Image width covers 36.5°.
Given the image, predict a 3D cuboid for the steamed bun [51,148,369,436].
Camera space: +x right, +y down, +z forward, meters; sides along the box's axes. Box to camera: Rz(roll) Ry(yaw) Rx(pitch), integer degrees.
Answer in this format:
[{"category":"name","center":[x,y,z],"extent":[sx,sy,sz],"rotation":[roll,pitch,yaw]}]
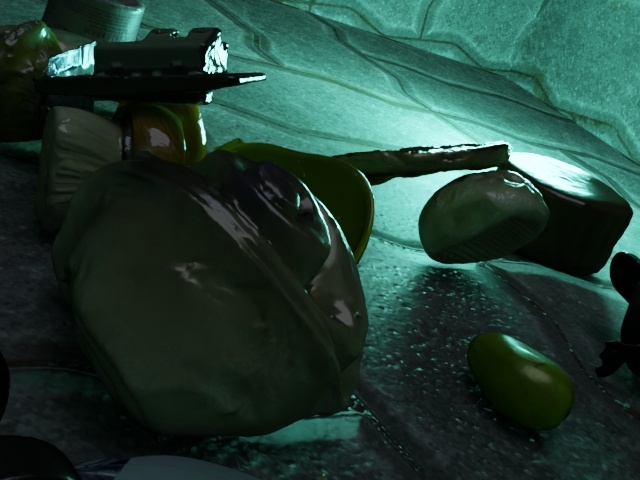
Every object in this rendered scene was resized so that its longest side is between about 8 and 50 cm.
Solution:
[{"category":"steamed bun","center":[-0.103,0.023,1.006],"extent":[0.352,0.247,0.339],"rotation":[1,28,-38]}]

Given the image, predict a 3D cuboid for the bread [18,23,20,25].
[{"category":"bread","center":[-0.477,-0.322,1.722],"extent":[0.187,0.065,0.103],"rotation":[27,22,5]}]

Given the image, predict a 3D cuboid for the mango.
[{"category":"mango","center":[0.258,0.176,1.237],"extent":[0.117,0.089,0.163],"rotation":[16,21,-21]}]

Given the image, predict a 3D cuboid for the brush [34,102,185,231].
[{"category":"brush","center":[-0.281,-0.103,1.261],"extent":[0.166,0.174,0.267],"rotation":[5,18,-19]}]

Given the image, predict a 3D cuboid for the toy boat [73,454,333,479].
[{"category":"toy boat","center":[-0.072,0.241,0.764],"extent":[0.291,0.070,0.210],"rotation":[13,18,-17]}]

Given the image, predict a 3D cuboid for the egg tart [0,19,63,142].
[{"category":"egg tart","center":[-0.402,-0.213,1.351],"extent":[0.078,0.197,0.197],"rotation":[22,20,2]}]

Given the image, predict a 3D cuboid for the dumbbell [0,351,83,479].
[{"category":"dumbbell","center":[-0.259,0.153,0.650],"extent":[0.152,0.152,0.218],"rotation":[3,28,-44]}]

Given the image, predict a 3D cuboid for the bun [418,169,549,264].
[{"category":"bun","center":[0.266,-0.048,1.615],"extent":[0.231,0.231,0.133],"rotation":[5,62,-41]}]

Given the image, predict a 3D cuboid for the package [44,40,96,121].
[{"category":"package","center":[-0.350,-0.187,1.372],"extent":[0.027,0.173,0.171],"rotation":[8,19,8]}]

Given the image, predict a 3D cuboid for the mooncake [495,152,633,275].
[{"category":"mooncake","center":[0.461,-0.056,1.931],"extent":[0.290,0.161,0.290],"rotation":[19,21,-7]}]

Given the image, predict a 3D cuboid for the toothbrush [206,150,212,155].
[{"category":"toothbrush","center":[-0.300,-0.153,1.547],"extent":[0.354,0.024,0.029],"rotation":[9,30,-34]}]

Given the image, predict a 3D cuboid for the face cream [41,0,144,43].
[{"category":"face cream","center":[-0.439,-0.412,1.856],"extent":[0.177,0.153,0.177],"rotation":[21,22,-9]}]

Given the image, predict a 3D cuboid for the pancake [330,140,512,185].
[{"category":"pancake","center":[0.162,-0.134,1.705],"extent":[0.356,0.065,0.356],"rotation":[-8,4,1]}]

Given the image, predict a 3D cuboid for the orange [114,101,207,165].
[{"category":"orange","center":[-0.244,-0.165,1.470],"extent":[0.136,0.159,0.159],"rotation":[-18,32,-9]}]

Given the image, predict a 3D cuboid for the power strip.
[{"category":"power strip","center":[-0.213,-0.233,1.283],"extent":[0.257,0.092,0.251],"rotation":[0,17,5]}]

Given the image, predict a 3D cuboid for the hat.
[{"category":"hat","center":[0.530,0.166,1.511],"extent":[0.238,0.209,0.336],"rotation":[38,-4,-20]}]

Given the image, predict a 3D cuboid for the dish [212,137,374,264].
[{"category":"dish","center":[-0.055,-0.009,1.287],"extent":[0.262,0.221,0.108],"rotation":[22,-22,21]}]

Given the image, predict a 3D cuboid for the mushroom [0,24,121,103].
[{"category":"mushroom","center":[-0.417,-0.278,1.589],"extent":[0.350,0.128,0.128],"rotation":[7,26,-43]}]
